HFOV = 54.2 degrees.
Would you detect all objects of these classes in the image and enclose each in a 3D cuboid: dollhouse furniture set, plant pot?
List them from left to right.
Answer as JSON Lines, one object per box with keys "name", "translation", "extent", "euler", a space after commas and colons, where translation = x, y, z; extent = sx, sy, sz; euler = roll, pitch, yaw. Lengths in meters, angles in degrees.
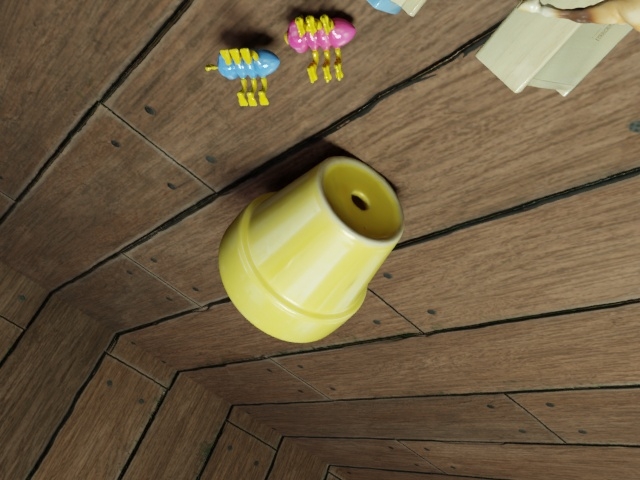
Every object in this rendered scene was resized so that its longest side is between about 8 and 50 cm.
{"name": "plant pot", "translation": [0.000, 0.000, 1.000], "extent": [0.254, 0.254, 0.239], "euler": [33, 132, -15]}
{"name": "dollhouse furniture set", "translation": [0.170, -0.315, 0.542], "extent": [0.303, 0.198, 0.286], "euler": [48, 120, 14]}

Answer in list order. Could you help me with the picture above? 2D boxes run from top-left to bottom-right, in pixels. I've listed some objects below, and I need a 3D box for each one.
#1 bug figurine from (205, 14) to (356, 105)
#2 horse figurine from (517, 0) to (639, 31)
{"name": "bug figurine", "translation": [-0.069, -0.291, 0.742], "extent": [0.216, 0.072, 0.279], "euler": [6, 140, 18]}
{"name": "horse figurine", "translation": [0.178, -0.180, 0.331], "extent": [0.174, 0.066, 0.263], "euler": [33, 173, 32]}
